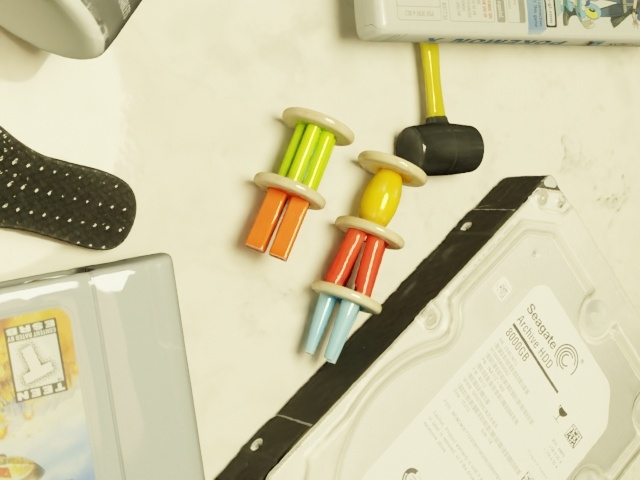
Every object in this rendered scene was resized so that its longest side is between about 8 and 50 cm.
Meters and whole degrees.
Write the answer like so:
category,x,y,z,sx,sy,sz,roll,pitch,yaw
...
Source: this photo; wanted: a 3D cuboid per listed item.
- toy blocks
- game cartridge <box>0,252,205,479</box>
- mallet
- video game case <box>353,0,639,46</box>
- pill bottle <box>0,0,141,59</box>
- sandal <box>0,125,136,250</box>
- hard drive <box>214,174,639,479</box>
category,x,y,z,sx,sy,sz,roll,pitch,yaw
toy blocks,0.000,0.000,0.819,0.123,0.054,0.148,27,78,-29
game cartridge,-0.209,0.128,0.697,0.297,0.062,0.198,-12,93,-31
mallet,0.073,-0.139,0.875,0.062,0.039,0.190,-14,94,-31
video game case,0.142,-0.311,0.895,0.300,0.036,0.329,-5,87,-31
pill bottle,-0.117,-0.238,0.700,0.130,0.130,0.246,39,72,-26
sandal,-0.192,-0.036,0.717,0.179,0.040,0.067,24,84,-44
hard drive,0.113,0.144,0.886,0.339,0.064,0.237,-44,112,-24
